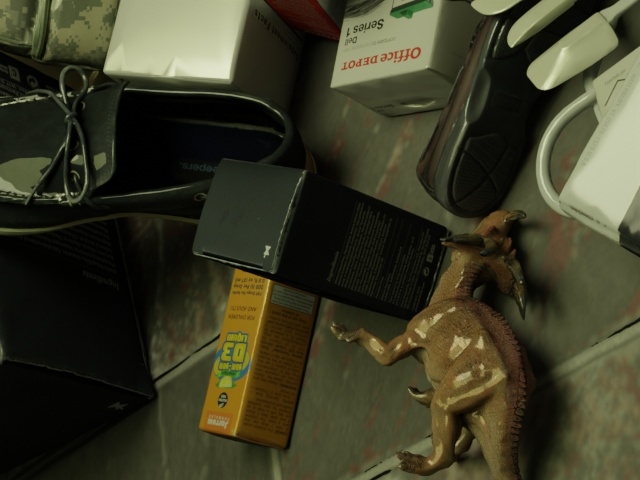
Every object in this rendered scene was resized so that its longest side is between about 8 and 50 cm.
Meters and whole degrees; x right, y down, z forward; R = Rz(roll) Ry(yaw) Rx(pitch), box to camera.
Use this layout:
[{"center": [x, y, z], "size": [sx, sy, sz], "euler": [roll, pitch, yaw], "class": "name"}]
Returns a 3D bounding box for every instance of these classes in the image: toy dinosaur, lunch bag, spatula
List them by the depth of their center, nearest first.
[{"center": [0.265, -0.247, 1.225], "size": [0.242, 0.019, 0.168], "euler": [-36, 38, 9], "class": "spatula"}, {"center": [0.146, 0.103, 1.262], "size": [0.200, 0.127, 0.295], "euler": [-41, 52, 21], "class": "toy dinosaur"}, {"center": [-0.379, -0.333, 1.728], "size": [0.305, 0.256, 0.212], "euler": [-143, 60, -76], "class": "lunch bag"}]

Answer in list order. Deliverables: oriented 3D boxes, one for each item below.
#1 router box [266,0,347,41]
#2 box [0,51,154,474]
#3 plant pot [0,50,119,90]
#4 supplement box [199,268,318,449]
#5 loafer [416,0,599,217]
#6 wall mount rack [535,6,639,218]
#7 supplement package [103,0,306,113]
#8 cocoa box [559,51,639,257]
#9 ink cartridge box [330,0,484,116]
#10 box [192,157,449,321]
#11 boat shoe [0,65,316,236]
[{"center": [0.012, -0.428, 1.516], "size": [0.082, 0.301, 0.335], "euler": [16, 86, 17], "class": "router box"}, {"center": [-0.524, 0.065, 1.802], "size": [0.480, 0.297, 0.471], "euler": [-28, 63, 23], "class": "box"}, {"center": [-0.440, -0.345, 2.018], "size": [0.323, 0.280, 0.323], "euler": [-23, 57, 40], "class": "plant pot"}, {"center": [-0.064, 0.113, 1.532], "size": [0.078, 0.080, 0.233], "euler": [-2, 74, 51], "class": "supplement box"}, {"center": [0.178, -0.174, 1.362], "size": [0.095, 0.109, 0.302], "euler": [37, 105, 55], "class": "loafer"}, {"center": [0.336, -0.161, 1.159], "size": [0.350, 0.130, 0.304], "euler": [-36, 52, 34], "class": "wall mount rack"}, {"center": [-0.121, -0.304, 1.667], "size": [0.178, 0.175, 0.292], "euler": [8, 78, 22], "class": "supplement package"}, {"center": [0.377, -0.028, 0.863], "size": [0.228, 0.347, 0.231], "euler": [36, 101, 50], "class": "cocoa box"}, {"center": [0.110, -0.259, 1.483], "size": [0.160, 0.093, 0.219], "euler": [-5, 69, 49], "class": "ink cartridge box"}, {"center": [0.000, 0.000, 1.403], "size": [0.153, 0.207, 0.108], "euler": [12, 83, 51], "class": "box"}, {"center": [-0.253, -0.104, 1.546], "size": [0.156, 0.500, 0.186], "euler": [93, 180, -64], "class": "boat shoe"}]
